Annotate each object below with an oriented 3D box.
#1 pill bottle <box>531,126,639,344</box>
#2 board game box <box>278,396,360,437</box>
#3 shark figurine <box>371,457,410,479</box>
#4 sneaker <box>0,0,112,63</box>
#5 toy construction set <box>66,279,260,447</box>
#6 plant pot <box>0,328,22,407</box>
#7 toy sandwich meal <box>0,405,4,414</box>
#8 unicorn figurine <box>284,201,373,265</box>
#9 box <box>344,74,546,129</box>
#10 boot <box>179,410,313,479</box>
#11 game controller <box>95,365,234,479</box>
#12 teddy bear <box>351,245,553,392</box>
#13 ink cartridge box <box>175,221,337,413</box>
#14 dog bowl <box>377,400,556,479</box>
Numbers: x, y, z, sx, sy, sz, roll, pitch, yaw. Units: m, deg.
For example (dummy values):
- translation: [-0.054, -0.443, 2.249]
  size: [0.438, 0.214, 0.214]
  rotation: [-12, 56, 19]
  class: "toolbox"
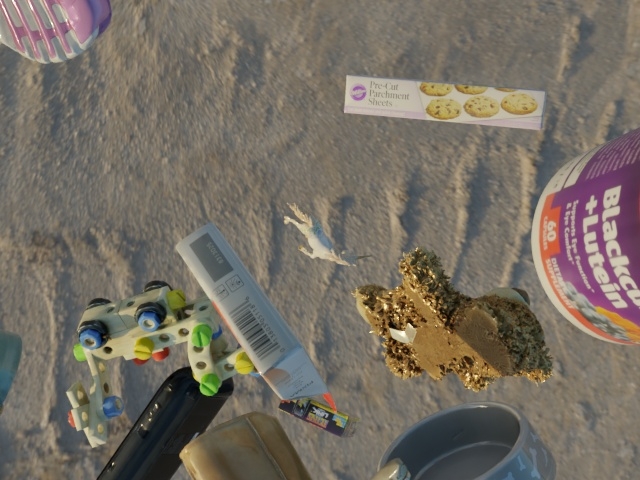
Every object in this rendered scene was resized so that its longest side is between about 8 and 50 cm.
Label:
- translation: [0.181, -0.010, 0.387]
  size: [0.108, 0.193, 0.108]
  rotation: [2, 82, -12]
  class: "pill bottle"
- translation: [0.000, 0.358, 1.837]
  size: [0.141, 0.170, 0.048]
  rotation: [23, 83, 15]
  class: "board game box"
- translation: [0.074, 0.489, 1.575]
  size: [0.116, 0.166, 0.278]
  rotation: [22, 95, 10]
  class: "shark figurine"
- translation: [-0.262, -0.219, 0.801]
  size: [0.104, 0.236, 0.095]
  rotation: [-38, 126, -42]
  class: "sneaker"
- translation: [-0.260, 0.182, 1.399]
  size: [0.327, 0.151, 0.215]
  rotation: [-25, 121, 1]
  class: "toy construction set"
- translation: [-0.747, 0.270, 1.728]
  size: [0.196, 0.293, 0.293]
  rotation: [34, 99, -29]
  class: "plant pot"
- translation: [-0.673, 0.353, 1.806]
  size: [0.029, 0.085, 0.085]
  rotation: [41, 96, -23]
  class: "toy sandwich meal"
- translation: [0.000, 0.000, 1.595]
  size: [0.162, 0.111, 0.060]
  rotation: [40, 77, -42]
  class: "unicorn figurine"
- translation: [0.202, -0.227, 1.456]
  size: [0.323, 0.063, 0.067]
  rotation: [7, 102, 11]
  class: "box"
- translation: [-0.001, 0.314, 1.044]
  size: [0.236, 0.270, 0.089]
  rotation: [-12, 147, -43]
  class: "boot"
- translation: [-0.280, 0.354, 1.596]
  size: [0.067, 0.166, 0.319]
  rotation: [42, 105, 25]
  class: "game controller"
- translation: [0.181, 0.117, 1.257]
  size: [0.113, 0.338, 0.245]
  rotation: [-36, 89, -30]
  class: "teddy bear"
- translation: [-0.053, 0.081, 0.782]
  size: [0.045, 0.145, 0.179]
  rotation: [-33, 151, -9]
  class: "ink cartridge box"
- translation: [0.267, 0.432, 1.708]
  size: [0.348, 0.349, 0.102]
  rotation: [-26, 105, -2]
  class: "dog bowl"
